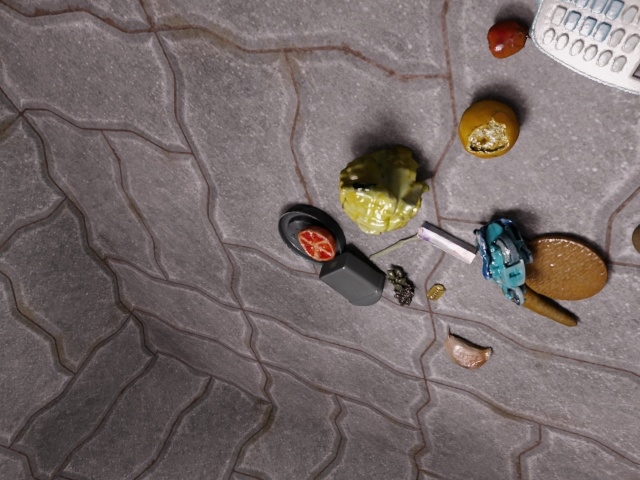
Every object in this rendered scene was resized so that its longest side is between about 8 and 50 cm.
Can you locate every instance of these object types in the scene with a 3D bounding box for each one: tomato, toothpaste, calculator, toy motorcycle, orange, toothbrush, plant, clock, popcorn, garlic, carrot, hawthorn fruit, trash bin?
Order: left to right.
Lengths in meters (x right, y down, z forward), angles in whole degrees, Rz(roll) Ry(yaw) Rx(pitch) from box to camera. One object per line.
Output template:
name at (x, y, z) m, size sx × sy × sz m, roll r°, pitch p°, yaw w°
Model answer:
clock at (-0.034, -0.018, 2.093) m, size 0.281 × 0.055 × 0.280 m, roll 21°, pitch 142°, yaw 18°
tomato at (0.000, 0.000, 1.982) m, size 0.156 × 0.069 × 0.155 m, roll 24°, pitch 144°, yaw 19°
trash bin at (0.132, 0.154, 2.077) m, size 0.236 × 0.101 × 0.177 m, roll 35°, pitch 143°, yaw -24°
popcorn at (0.191, -0.144, 1.634) m, size 0.293 × 0.293 × 0.237 m, roll 9°, pitch 130°, yaw 31°
toothbrush at (0.267, 0.022, 1.931) m, size 0.028 × 0.026 × 0.294 m, roll 34°, pitch 146°, yaw -25°
plant at (0.300, 0.172, 2.028) m, size 0.087 × 0.085 × 0.174 m, roll 27°, pitch 148°, yaw 59°
toothpaste at (0.413, 0.007, 1.777) m, size 0.196 × 0.040 × 0.047 m, roll 29°, pitch 119°, yaw 8°
garlic at (0.553, 0.420, 2.117) m, size 0.198 × 0.090 × 0.128 m, roll 33°, pitch 129°, yaw 14°
orange at (0.425, -0.279, 1.388) m, size 0.155 × 0.134 × 0.154 m, roll 25°, pitch 150°, yaw 16°
toy motorcycle at (0.545, 0.057, 1.633) m, size 0.154 × 0.206 × 0.260 m, roll -23°, pitch 124°, yaw -1°
hawthorn fruit at (0.429, -0.458, 1.234) m, size 0.093 × 0.081 × 0.081 m, roll -8°, pitch 127°, yaw 27°
carrot at (0.724, 0.216, 1.761) m, size 0.298 × 0.078 × 0.078 m, roll 30°, pitch 143°, yaw -1°
calculator at (0.627, -0.443, 1.116) m, size 0.387 × 0.054 × 0.256 m, roll 26°, pitch 143°, yaw 13°

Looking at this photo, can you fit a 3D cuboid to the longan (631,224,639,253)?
longan at (0.857, -0.003, 1.394) m, size 0.113 × 0.092 × 0.113 m, roll 42°, pitch 148°, yaw 35°

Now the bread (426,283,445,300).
bread at (0.423, 0.192, 1.992) m, size 0.049 × 0.033 × 0.088 m, roll 28°, pitch 143°, yaw -1°

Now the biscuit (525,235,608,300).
biscuit at (0.722, 0.083, 1.636) m, size 0.262 × 0.037 × 0.261 m, roll 21°, pitch 141°, yaw 18°
